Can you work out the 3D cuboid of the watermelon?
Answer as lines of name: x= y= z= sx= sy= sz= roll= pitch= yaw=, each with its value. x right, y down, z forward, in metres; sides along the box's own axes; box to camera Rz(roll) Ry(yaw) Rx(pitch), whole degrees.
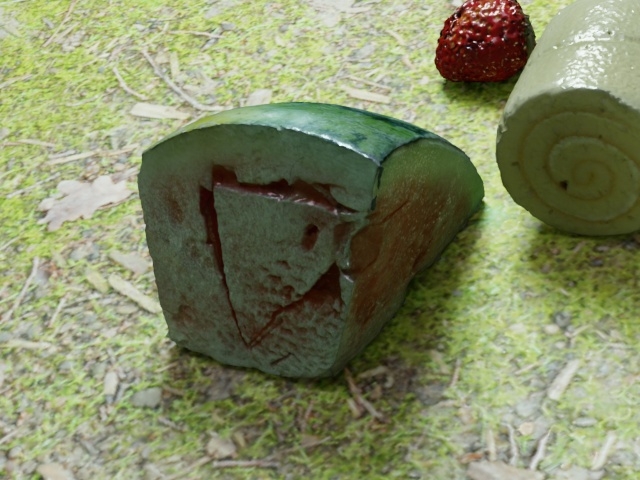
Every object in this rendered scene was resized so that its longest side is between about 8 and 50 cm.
watermelon: x=0.000 y=0.000 z=1.037 sx=0.212 sy=0.201 sz=0.261 roll=8 pitch=2 yaw=28

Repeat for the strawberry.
strawberry: x=0.144 y=-0.175 z=1.219 sx=0.096 sy=0.083 sz=0.083 roll=-36 pitch=34 yaw=22

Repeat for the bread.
bread: x=0.213 y=-0.098 z=1.044 sx=0.134 sy=0.148 sz=0.141 roll=20 pitch=49 yaw=12
